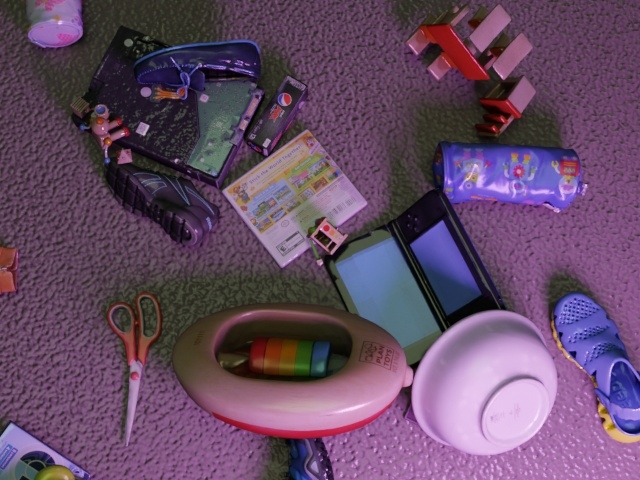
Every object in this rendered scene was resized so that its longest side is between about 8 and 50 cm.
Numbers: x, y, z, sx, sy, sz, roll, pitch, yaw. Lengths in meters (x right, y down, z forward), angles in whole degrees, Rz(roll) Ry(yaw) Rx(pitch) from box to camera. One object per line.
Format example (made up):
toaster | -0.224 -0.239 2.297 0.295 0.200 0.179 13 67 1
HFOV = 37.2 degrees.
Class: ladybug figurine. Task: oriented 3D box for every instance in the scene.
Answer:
ladybug figurine | -0.052 0.254 1.785 0.449 0.162 0.305 6 36 11

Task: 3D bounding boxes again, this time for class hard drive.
hard drive | -0.315 -0.280 1.994 0.339 0.064 0.237 23 77 4

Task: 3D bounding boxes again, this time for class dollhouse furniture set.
dollhouse furniture set | 0.235 0.328 1.855 0.114 0.081 0.091 25 77 4
dollhouse furniture set | 0.313 -0.347 1.948 0.135 0.262 0.259 -49 114 -10

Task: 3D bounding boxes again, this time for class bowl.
bowl | 0.329 0.287 1.762 0.298 0.134 0.297 -9 114 -20

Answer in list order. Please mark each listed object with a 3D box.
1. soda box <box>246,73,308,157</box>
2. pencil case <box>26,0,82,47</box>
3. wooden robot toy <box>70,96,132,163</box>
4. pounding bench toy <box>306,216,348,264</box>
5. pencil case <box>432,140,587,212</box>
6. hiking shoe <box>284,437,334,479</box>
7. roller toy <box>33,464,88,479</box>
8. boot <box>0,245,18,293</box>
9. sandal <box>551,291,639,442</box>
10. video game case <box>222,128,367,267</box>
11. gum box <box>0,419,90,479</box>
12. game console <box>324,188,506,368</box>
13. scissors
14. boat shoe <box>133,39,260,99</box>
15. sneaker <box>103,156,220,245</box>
soda box | -0.090 -0.261 1.998 0.053 0.060 0.169 31 78 7
pencil case | -0.577 -0.551 2.026 0.124 0.113 0.273 -12 77 6
wooden robot toy | -0.433 -0.232 1.901 0.076 0.079 0.173 -34 75 -16
pounding bench toy | 0.000 0.000 1.918 0.065 0.052 0.083 40 83 -10
pencil case | 0.382 -0.132 1.954 0.306 0.119 0.133 4 87 -1
hiking shoe | -0.038 0.477 1.796 0.132 0.113 0.304 -16 70 5
roller toy | -0.462 0.534 1.721 0.209 0.146 0.191 42 77 -20
boot | -0.686 0.020 1.907 0.152 0.073 0.197 -5 89 -2
sandal | 0.565 0.239 1.862 0.126 0.138 0.317 -28 77 -6
video game case | -0.054 -0.088 1.976 0.227 0.026 0.206 -37 80 -9
gum box | -0.555 0.454 1.786 0.184 0.041 0.157 38 77 -15
game console | 0.181 0.088 1.873 0.173 0.250 0.293 -19 77 -34
scissors | -0.356 0.250 1.885 0.109 0.021 0.297 -9 75 -6
boat shoe | -0.247 -0.346 1.928 0.258 0.109 0.089 -12 80 -3
sneaker | -0.326 -0.091 1.947 0.267 0.101 0.106 36 50 12
